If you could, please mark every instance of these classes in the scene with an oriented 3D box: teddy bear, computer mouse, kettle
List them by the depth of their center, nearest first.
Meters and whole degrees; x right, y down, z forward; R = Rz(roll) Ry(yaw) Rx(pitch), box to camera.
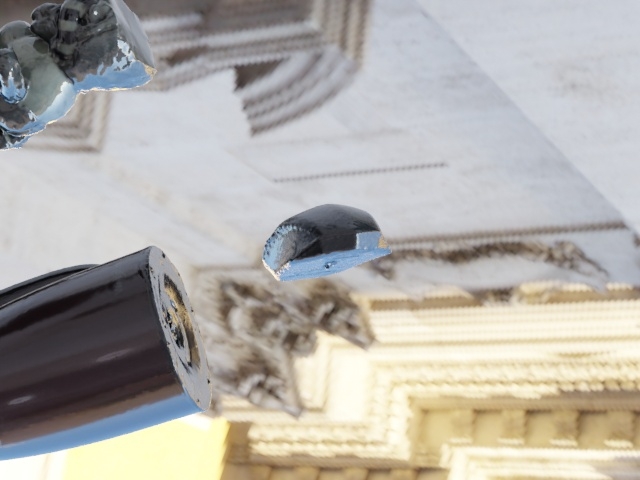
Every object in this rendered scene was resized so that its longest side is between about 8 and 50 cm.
[{"bbox_3d":[-0.226,0.090,1.235,0.232,0.144,0.202,-17,-138,5],"label":"kettle"},{"bbox_3d":[0.000,0.000,1.348,0.172,0.099,0.057,149,-69,-66],"label":"computer mouse"},{"bbox_3d":[-0.334,-0.227,1.810,0.251,0.171,0.144,-25,-104,-6],"label":"teddy bear"}]
